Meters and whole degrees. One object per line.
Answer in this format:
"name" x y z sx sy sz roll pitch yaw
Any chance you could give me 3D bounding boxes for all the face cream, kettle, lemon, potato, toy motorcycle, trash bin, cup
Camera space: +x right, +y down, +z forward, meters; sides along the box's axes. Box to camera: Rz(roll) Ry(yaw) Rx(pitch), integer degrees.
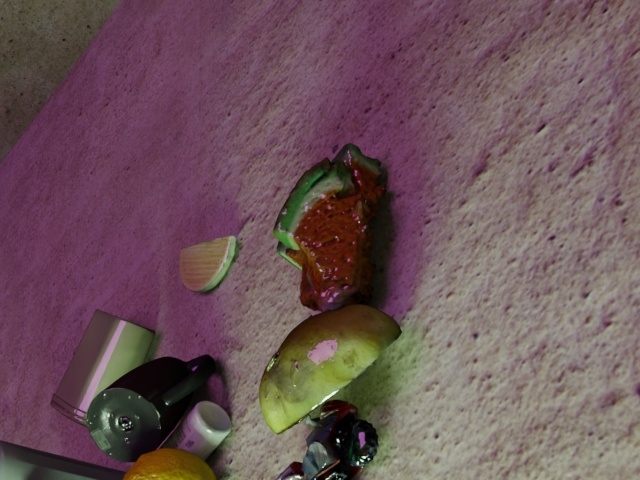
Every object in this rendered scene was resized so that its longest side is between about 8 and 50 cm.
"face cream" -0.268 0.410 1.682 0.269 0.082 0.082 -51 35 24
"kettle" -0.304 0.287 1.706 0.202 0.144 0.232 -34 5 19
"lemon" -0.257 0.453 1.546 0.178 0.178 0.203 -46 34 28
"potato" -0.007 0.176 1.359 0.271 0.111 0.160 -40 -2 30
"toy motorcycle" 0.000 0.319 1.346 0.213 0.082 0.122 -48 37 24
"trash bin" -0.490 0.293 2.056 0.243 0.121 0.247 8 73 58
"cup" -0.535 0.526 1.764 0.323 0.327 0.237 -25 50 44

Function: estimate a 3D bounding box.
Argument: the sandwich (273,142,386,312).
"sandwich" 0.000 0.000 1.490 0.250 0.162 0.301 -52 31 28

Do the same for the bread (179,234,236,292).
"bread" -0.240 0.058 1.924 0.193 0.036 0.112 -15 62 47
